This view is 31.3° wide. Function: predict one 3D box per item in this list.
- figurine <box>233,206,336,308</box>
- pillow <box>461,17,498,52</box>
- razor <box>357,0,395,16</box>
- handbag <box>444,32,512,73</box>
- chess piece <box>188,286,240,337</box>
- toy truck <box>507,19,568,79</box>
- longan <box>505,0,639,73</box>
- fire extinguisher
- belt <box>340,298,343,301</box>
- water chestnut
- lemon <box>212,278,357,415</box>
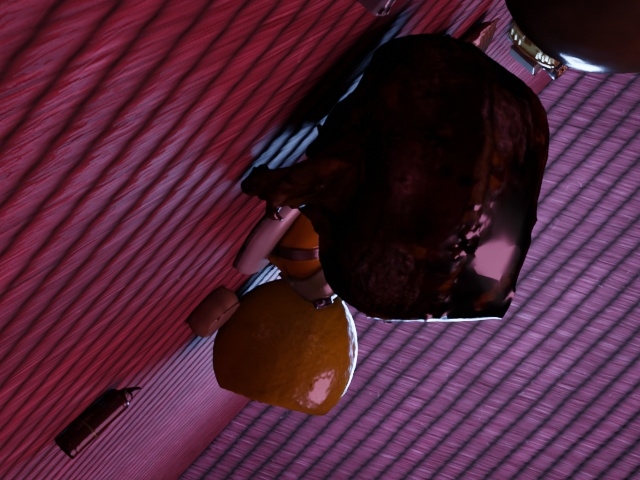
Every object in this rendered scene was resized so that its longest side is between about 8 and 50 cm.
[{"bbox_3d":[0.000,0.000,1.593,0.166,0.141,0.250,-37,169,-46],"label":"figurine"},{"bbox_3d":[0.185,-0.247,1.718,0.211,0.034,0.135,-43,174,-12],"label":"pillow"},{"bbox_3d":[0.132,-0.308,1.006,0.278,0.056,0.111,-41,174,22],"label":"razor"},{"bbox_3d":[0.214,-0.176,1.564,0.127,0.208,0.228,-32,156,1],"label":"handbag"},{"bbox_3d":[-0.158,0.107,1.697,0.083,0.038,0.083,-43,175,-5],"label":"chess piece"},{"bbox_3d":[0.447,-0.413,1.983,0.272,0.124,0.157,-42,163,-7],"label":"toy truck"},{"bbox_3d":[0.339,-0.328,1.207,0.288,0.288,0.350,-42,167,-30],"label":"longan"},{"bbox_3d":[-0.309,0.248,1.602,0.132,0.039,0.056,-44,-154,-24],"label":"fire extinguisher"},{"bbox_3d":[0.021,0.039,2.003,0.124,0.128,0.201,-42,173,-38],"label":"belt"},{"bbox_3d":[0.085,-0.065,1.294,0.335,0.347,0.335,-170,-90,-80],"label":"water chestnut"},{"bbox_3d":[-0.053,0.168,1.910,0.240,0.240,0.219,54,53,-83],"label":"lemon"}]
